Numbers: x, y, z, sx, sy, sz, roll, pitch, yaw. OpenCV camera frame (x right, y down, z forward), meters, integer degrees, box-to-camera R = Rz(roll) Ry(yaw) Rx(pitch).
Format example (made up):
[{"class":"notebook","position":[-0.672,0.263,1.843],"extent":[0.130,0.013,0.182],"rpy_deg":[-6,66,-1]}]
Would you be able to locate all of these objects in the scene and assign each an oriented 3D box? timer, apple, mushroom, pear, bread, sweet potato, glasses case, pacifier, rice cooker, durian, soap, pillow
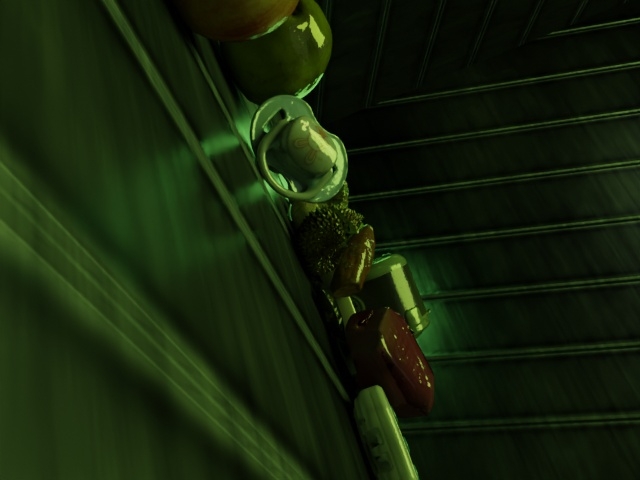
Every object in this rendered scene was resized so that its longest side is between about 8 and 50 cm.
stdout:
[{"class":"timer","position":[0.145,0.452,1.227],"extent":[0.237,0.087,0.262],"rpy_deg":[63,6,-67]},{"class":"apple","position":[-0.163,-0.488,0.981],"extent":[0.286,0.233,0.286],"rpy_deg":[-23,90,-83]},{"class":"mushroom","position":[-0.026,-0.063,1.593],"extent":[0.148,0.112,0.148],"rpy_deg":[157,-90,-84]},{"class":"pear","position":[-0.118,-0.480,1.458],"extent":[0.375,0.287,0.287],"rpy_deg":[107,-32,-56]},{"class":"bread","position":[-0.009,-0.140,1.777],"extent":[0.138,0.196,0.102],"rpy_deg":[55,41,-83]},{"class":"sweet potato","position":[0.097,0.056,1.530],"extent":[0.251,0.097,0.097],"rpy_deg":[-63,143,-37]},{"class":"glasses case","position":[0.051,0.184,1.535],"extent":[0.051,0.081,0.204],"rpy_deg":[66,5,-74]},{"class":"pacifier","position":[-0.075,-0.208,1.405],"extent":[0.287,0.238,0.226],"rpy_deg":[40,-20,-20]},{"class":"rice cooker","position":[0.164,0.201,1.683],"extent":[0.288,0.288,0.277],"rpy_deg":[-13,83,-87]},{"class":"durian","position":[0.000,0.000,1.461],"extent":[0.138,0.237,0.193],"rpy_deg":[27,32,-4]},{"class":"soap","position":[0.175,0.307,1.429],"extent":[0.325,0.127,0.220],"rpy_deg":[58,25,-20]},{"class":"pillow","position":[0.024,0.174,1.405],"extent":[0.090,0.048,0.150],"rpy_deg":[-78,146,-73]}]

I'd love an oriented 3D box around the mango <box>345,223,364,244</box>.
[{"class":"mango","position":[0.042,-0.004,1.730],"extent":[0.143,0.175,0.293],"rpy_deg":[31,-1,-28]}]

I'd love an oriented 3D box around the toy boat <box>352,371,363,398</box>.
[{"class":"toy boat","position":[0.116,0.388,1.474],"extent":[0.084,0.066,0.210],"rpy_deg":[36,9,8]}]

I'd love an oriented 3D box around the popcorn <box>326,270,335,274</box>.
[{"class":"popcorn","position":[0.087,0.122,1.917],"extent":[0.152,0.167,0.148],"rpy_deg":[133,-25,-73]}]
